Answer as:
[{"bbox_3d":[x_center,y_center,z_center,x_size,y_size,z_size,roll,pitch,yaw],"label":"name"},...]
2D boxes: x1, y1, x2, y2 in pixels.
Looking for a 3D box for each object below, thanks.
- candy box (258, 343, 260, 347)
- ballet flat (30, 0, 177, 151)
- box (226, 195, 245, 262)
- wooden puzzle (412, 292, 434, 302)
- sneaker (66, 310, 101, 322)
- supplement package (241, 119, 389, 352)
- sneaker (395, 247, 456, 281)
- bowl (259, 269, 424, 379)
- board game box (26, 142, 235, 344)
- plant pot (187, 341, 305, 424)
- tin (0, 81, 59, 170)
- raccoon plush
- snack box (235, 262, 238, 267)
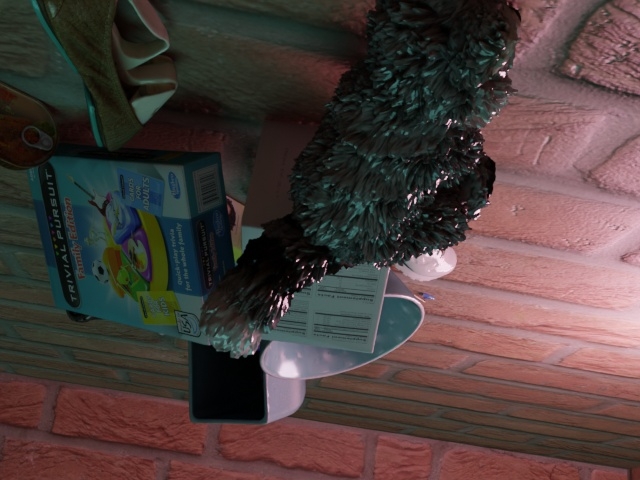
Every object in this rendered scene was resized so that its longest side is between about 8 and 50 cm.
[{"bbox_3d":[-0.138,0.164,1.766,0.317,0.122,0.268,-5,160,27],"label":"candy box"},{"bbox_3d":[-0.235,-0.213,0.942,0.124,0.116,0.342,-11,155,-6],"label":"ballet flat"},{"bbox_3d":[-0.162,-0.022,1.382,0.058,0.087,0.232,-10,153,38],"label":"box"},{"bbox_3d":[0.179,0.127,1.730,0.078,0.014,0.116,24,153,-35],"label":"wooden puzzle"},{"bbox_3d":[-0.476,0.137,1.904,0.267,0.101,0.106,-6,176,29],"label":"sneaker"},{"bbox_3d":[0.000,0.000,1.147,0.198,0.199,0.262,7,141,2],"label":"supplement package"},{"bbox_3d":[0.163,0.000,1.338,0.095,0.090,0.235,-25,144,38],"label":"sneaker"},{"bbox_3d":[0.020,0.115,1.483,0.311,0.163,0.311,-14,150,-8],"label":"bowl"},{"bbox_3d":[-0.277,-0.004,1.169,0.336,0.254,0.079,7,-158,35],"label":"board game box"},{"bbox_3d":[-0.166,0.335,2.078,0.248,0.247,0.252,-7,172,31],"label":"plant pot"},{"bbox_3d":[-0.453,-0.166,1.102,0.190,0.106,0.040,27,159,-38],"label":"tin"},{"bbox_3d":[0.048,-0.070,0.816,0.216,0.446,0.299,30,164,16],"label":"raccoon plush"},{"bbox_3d":[-0.224,0.053,1.670,0.178,0.022,0.064,-5,157,28],"label":"snack box"}]
